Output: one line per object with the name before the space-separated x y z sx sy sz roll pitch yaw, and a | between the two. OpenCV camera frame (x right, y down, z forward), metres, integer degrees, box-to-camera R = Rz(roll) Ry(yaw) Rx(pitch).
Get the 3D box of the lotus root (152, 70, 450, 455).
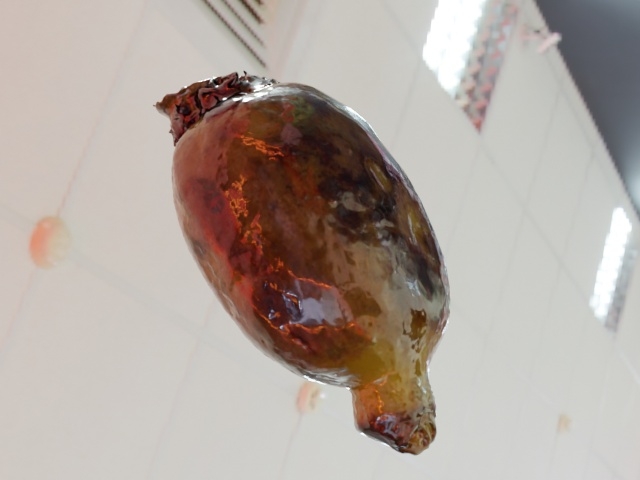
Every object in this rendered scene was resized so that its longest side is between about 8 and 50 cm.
lotus root | 0.000 0.000 0.720 0.169 0.141 0.314 -6 -121 -55
